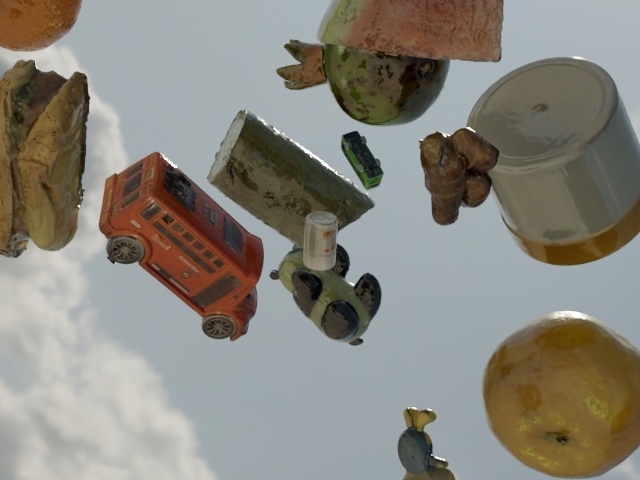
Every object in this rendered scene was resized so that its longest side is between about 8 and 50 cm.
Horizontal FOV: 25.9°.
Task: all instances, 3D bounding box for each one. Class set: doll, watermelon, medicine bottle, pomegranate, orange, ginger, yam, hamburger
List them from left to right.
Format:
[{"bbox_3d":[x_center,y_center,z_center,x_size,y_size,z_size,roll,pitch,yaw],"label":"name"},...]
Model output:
[{"bbox_3d":[-0.360,-0.081,1.688,0.124,0.131,0.262,14,-57,7],"label":"hamburger"},{"bbox_3d":[-0.438,-0.373,2.076,0.193,0.161,0.193,-21,-120,42],"label":"orange"},{"bbox_3d":[-0.058,-0.097,2.529,0.304,0.168,0.168,36,-25,-16],"label":"yam"},{"bbox_3d":[0.000,0.000,2.371,0.057,0.057,0.089,30,-53,42],"label":"medicine bottle"},{"bbox_3d":[0.010,0.101,2.721,0.234,0.143,0.135,46,-39,13],"label":"doll"},{"bbox_3d":[0.073,-0.317,2.294,0.286,0.231,0.231,23,-42,20],"label":"pomegranate"},{"bbox_3d":[0.146,-0.357,1.992,0.193,0.310,0.232,30,-10,48],"label":"watermelon"},{"bbox_3d":[0.152,0.334,2.017,0.102,0.089,0.179,172,-78,-65],"label":"doll"},{"bbox_3d":[0.185,-0.094,1.847,0.162,0.103,0.073,79,-10,-51],"label":"ginger"},{"bbox_3d":[0.365,-0.120,2.103,0.238,0.238,0.232,27,-23,44],"label":"medicine bottle"},{"bbox_3d":[0.393,0.242,2.211,0.279,0.235,0.279,11,-50,14],"label":"orange"}]

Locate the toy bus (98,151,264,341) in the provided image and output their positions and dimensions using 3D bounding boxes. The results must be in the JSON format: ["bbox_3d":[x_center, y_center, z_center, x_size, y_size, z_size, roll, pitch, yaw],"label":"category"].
[{"bbox_3d":[-0.201,0.014,2.229,0.153,0.143,0.329,-31,-56,23],"label":"toy bus"}]

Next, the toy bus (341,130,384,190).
[{"bbox_3d":[0.057,-0.113,1.947,0.083,0.031,0.037,60,-22,28],"label":"toy bus"}]
